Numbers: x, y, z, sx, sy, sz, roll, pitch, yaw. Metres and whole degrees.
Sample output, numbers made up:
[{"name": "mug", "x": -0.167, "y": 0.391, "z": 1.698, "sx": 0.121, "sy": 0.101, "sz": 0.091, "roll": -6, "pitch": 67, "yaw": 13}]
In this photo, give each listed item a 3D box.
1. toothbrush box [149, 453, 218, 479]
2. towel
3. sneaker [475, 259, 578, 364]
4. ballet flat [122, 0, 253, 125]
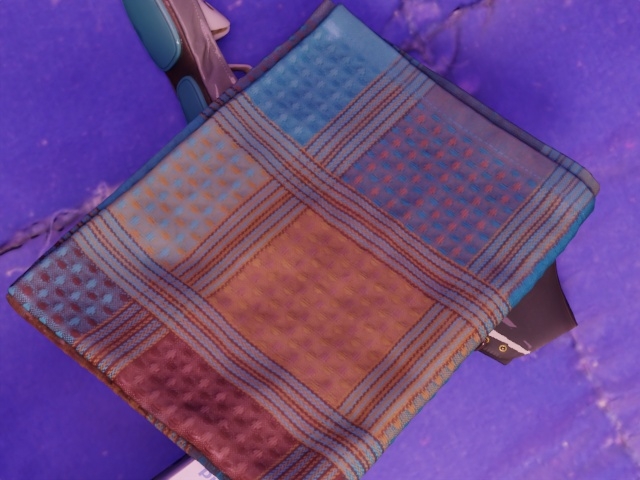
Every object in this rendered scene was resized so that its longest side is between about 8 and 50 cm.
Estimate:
[{"name": "toothbrush box", "x": -0.150, "y": 0.267, "z": 1.097, "sx": 0.283, "sy": 0.206, "sz": 0.122, "roll": -38, "pitch": 88, "yaw": -2}, {"name": "towel", "x": 0.000, "y": 0.000, "z": 1.080, "sx": 0.271, "sy": 0.040, "sz": 0.370, "roll": 37, "pitch": 58, "yaw": 14}, {"name": "sneaker", "x": 0.085, "y": 0.055, "z": 1.167, "sx": 0.222, "sy": 0.083, "sz": 0.118, "roll": -21, "pitch": 88, "yaw": -2}, {"name": "ballet flat", "x": -0.092, "y": -0.140, "z": 1.193, "sx": 0.068, "sy": 0.072, "sz": 0.213, "roll": -25, "pitch": 88, "yaw": -29}]
